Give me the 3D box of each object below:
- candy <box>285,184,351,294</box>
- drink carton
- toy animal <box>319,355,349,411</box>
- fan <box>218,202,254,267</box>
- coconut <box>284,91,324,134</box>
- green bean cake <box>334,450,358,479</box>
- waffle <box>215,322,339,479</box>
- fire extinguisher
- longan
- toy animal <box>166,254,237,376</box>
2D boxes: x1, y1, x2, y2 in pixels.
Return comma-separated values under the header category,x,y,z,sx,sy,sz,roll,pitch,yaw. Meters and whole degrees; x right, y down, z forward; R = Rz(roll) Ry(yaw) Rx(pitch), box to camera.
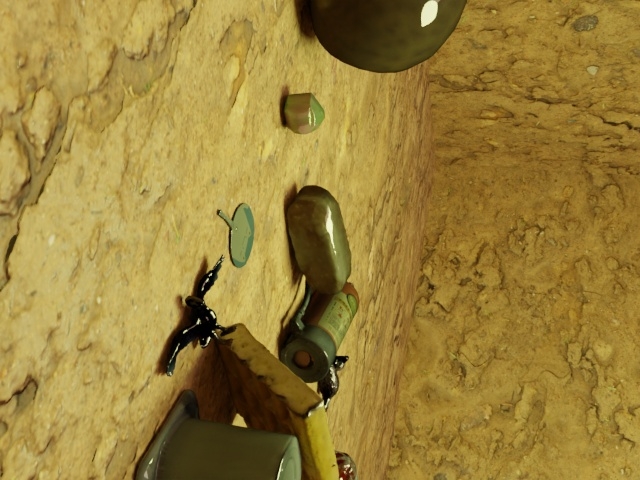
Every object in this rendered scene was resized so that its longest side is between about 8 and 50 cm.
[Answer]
category,x,y,z,sx,sy,sz,roll,pitch,yaw
candy,0.000,0.000,1.562,0.104,0.102,0.234,-63,148,-53
drink carton,-0.132,0.344,1.059,0.185,0.190,0.191,-69,159,-58
toy animal,0.020,0.363,1.887,0.105,0.070,0.202,43,55,-55
fan,-0.142,-0.018,1.242,0.175,0.005,0.113,56,41,-67
coconut,-0.032,-0.251,1.446,0.082,0.081,0.083,92,-2,-63
green bean cake,-0.058,0.438,1.266,0.198,0.233,0.097,-48,136,-61
waffle,-0.070,0.275,1.183,0.055,0.248,0.221,-31,134,-26
fire extinguisher,0.015,0.149,1.670,0.376,0.113,0.200,-54,145,-62
longan,0.132,-0.545,1.499,0.405,0.336,0.404,-20,124,-32
toy animal,-0.175,0.120,1.090,0.108,0.062,0.220,55,39,-39
